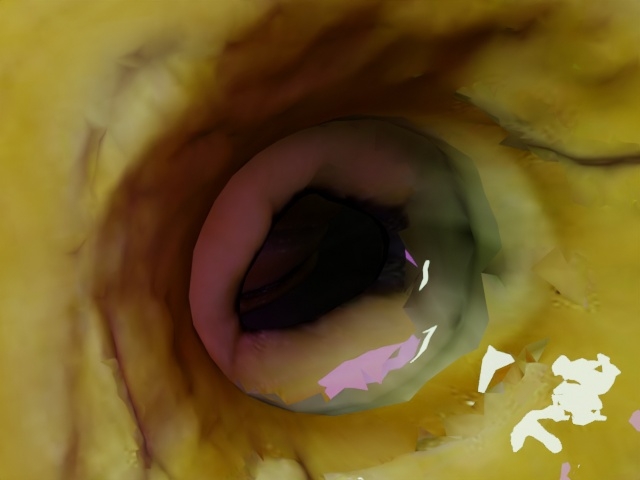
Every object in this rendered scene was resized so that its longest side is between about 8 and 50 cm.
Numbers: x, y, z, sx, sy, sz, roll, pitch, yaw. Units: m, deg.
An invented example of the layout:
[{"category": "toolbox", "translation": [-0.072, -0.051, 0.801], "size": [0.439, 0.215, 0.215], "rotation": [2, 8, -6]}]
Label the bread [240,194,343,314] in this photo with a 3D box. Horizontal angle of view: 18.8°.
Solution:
[{"category": "bread", "translation": [-0.066, -0.067, 0.748], "size": [0.116, 0.077, 0.200], "rotation": [-10, 75, -29]}]

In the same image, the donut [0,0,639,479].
[{"category": "donut", "translation": [0.000, 0.000, 0.613], "size": [0.449, 0.198, 0.449], "rotation": [-4, 102, -20]}]
